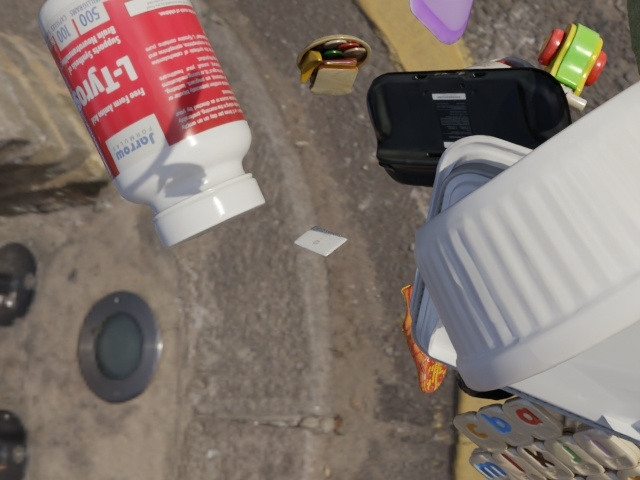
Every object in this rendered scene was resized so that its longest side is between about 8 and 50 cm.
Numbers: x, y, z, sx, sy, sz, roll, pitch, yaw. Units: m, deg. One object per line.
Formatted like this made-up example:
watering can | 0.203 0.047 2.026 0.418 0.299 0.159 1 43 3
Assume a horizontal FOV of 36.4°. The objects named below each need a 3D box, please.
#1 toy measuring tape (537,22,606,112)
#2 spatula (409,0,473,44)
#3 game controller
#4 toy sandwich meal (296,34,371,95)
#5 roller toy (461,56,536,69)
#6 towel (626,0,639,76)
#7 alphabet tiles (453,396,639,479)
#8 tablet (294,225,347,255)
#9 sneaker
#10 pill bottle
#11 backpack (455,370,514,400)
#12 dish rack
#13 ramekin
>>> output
toy measuring tape | 0.443 -0.309 1.688 0.121 0.330 0.121 3 110 8
spatula | 0.139 -0.276 0.672 0.030 0.084 0.296 30 91 36
game controller | 0.192 -0.146 1.294 0.319 0.067 0.166 7 115 44
toy sandwich meal | 0.014 -0.178 0.991 0.085 0.085 0.029 -20 68 30
roller toy | 0.332 -0.251 1.866 0.209 0.146 0.191 59 145 17
towel | 0.364 -0.249 1.027 0.110 0.027 0.148 117 160 -55
alphabet tiles | 0.308 0.291 1.209 0.021 0.278 0.284 -54 8 -29
tablet | 0.000 0.000 1.633 0.054 0.006 0.083 -38 37 -26
sneaker | 0.164 0.155 1.551 0.067 0.064 0.175 -6 85 43
pill bottle | -0.248 -0.204 1.497 0.229 0.229 0.408 -25 91 28
backpack | 0.213 0.086 1.185 0.152 0.115 0.182 130 149 -53
dish rack | 0.244 0.068 0.966 0.333 0.072 0.285 21 128 17
ramekin | 0.193 -0.013 0.726 0.273 0.273 0.127 -35 86 25
